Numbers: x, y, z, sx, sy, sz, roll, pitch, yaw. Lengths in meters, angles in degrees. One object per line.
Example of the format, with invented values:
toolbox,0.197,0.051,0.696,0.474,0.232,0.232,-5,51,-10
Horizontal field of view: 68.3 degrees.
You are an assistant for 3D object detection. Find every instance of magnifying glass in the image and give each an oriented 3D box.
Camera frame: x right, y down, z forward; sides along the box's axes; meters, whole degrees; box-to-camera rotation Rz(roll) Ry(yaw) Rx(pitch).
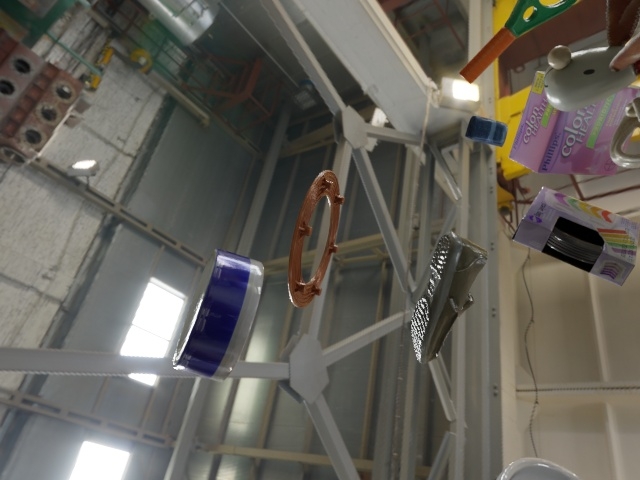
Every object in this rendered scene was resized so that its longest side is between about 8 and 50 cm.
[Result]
magnifying glass,0.303,-0.334,0.707,0.231,0.092,0.026,-47,-139,25

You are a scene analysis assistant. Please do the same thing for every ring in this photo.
ring,0.000,0.000,1.131,0.032,0.336,0.336,13,-115,15

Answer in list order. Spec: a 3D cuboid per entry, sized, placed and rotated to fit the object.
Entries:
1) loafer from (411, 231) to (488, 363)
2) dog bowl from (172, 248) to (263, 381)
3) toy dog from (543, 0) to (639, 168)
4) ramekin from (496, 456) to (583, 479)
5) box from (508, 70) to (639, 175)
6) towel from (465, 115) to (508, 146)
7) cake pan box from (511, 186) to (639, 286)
loafer,0.222,0.110,0.809,0.094,0.088,0.251,-88,-171,-64
dog bowl,-0.217,0.154,0.999,0.265,0.104,0.264,-159,-90,-75
toy dog,0.382,-0.255,0.476,0.334,0.161,0.220,-39,-148,30
ramekin,0.312,0.459,0.636,0.135,0.277,0.277,-58,-150,32
box,0.617,-0.278,1.135,0.117,0.243,0.213,-119,-146,-57
towel,0.462,-0.302,1.302,0.029,0.120,0.067,-140,-120,-67
cake pan box,0.611,-0.019,1.124,0.246,0.070,0.267,26,-144,25
